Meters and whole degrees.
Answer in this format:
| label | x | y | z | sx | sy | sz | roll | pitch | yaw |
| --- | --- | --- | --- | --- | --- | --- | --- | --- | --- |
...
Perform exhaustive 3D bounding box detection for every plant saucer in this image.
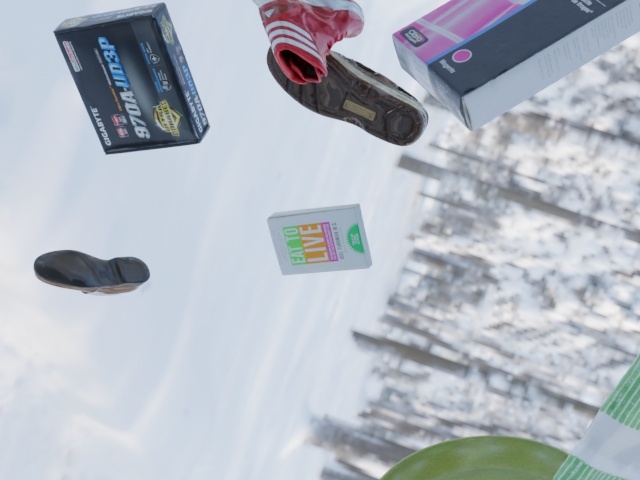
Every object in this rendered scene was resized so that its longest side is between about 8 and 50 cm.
| label | x | y | z | sx | sy | sz | roll | pitch | yaw |
| --- | --- | --- | --- | --- | --- | --- | --- | --- | --- |
| plant saucer | 0.166 | 0.281 | 1.253 | 0.241 | 0.240 | 0.037 | -64 | 149 | -61 |

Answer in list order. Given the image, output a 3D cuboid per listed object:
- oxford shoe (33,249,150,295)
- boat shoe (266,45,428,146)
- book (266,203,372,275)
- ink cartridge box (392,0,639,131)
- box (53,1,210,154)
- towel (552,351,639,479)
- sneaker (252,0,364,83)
| label | x | y | z | sx | sy | sz | roll | pitch | yaw |
| --- | --- | --- | --- | --- | --- | --- | --- | --- | --- |
| oxford shoe | -0.399 | 0.067 | 2.113 | 0.076 | 0.212 | 0.076 | -42 | -128 | 39 |
| boat shoe | 0.042 | -0.223 | 1.826 | 0.095 | 0.257 | 0.095 | -59 | 177 | 28 |
| book | 0.000 | 0.000 | 1.843 | 0.035 | 0.144 | 0.096 | -40 | 120 | -60 |
| ink cartridge box | 0.287 | -0.283 | 1.519 | 0.176 | 0.370 | 0.069 | 51 | -13 | 46 |
| box | -0.284 | -0.243 | 1.882 | 0.051 | 0.175 | 0.220 | -65 | 144 | -51 |
| towel | 0.265 | 0.191 | 1.016 | 0.325 | 0.038 | 0.248 | -48 | -170 | -13 |
| sneaker | -0.008 | -0.266 | 1.685 | 0.221 | 0.087 | 0.128 | 0 | 76 | -51 |
